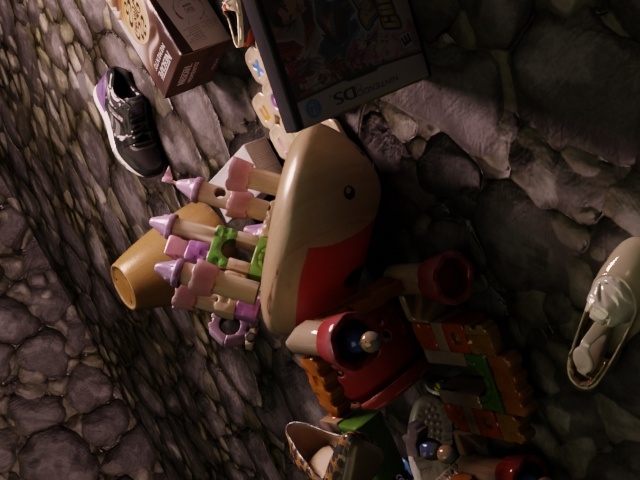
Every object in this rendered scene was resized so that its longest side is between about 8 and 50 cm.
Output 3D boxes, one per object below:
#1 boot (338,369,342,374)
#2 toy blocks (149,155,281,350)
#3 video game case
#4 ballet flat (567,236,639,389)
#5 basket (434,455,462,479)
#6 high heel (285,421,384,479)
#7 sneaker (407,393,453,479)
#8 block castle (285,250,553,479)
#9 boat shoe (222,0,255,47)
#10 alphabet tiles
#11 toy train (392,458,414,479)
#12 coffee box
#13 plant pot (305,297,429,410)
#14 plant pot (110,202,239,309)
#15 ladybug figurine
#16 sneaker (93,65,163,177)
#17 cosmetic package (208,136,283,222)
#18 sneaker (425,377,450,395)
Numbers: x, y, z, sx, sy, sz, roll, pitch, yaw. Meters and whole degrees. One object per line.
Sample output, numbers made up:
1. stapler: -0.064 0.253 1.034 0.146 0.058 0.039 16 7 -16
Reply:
1. boot: 0.013 0.132 1.751 0.248 0.090 0.207 50 150 29
2. toy blocks: -0.216 0.018 1.721 0.260 0.289 0.309 14 156 3
3. video game case: 0.017 -0.318 1.226 0.035 0.248 0.275 7 119 58
4. ballet flat: 0.376 0.105 1.162 0.086 0.086 0.249 41 144 34
5. basket: 0.285 0.479 1.583 0.167 0.103 0.113 36 142 38
6. high heel: 0.000 0.294 1.282 0.186 0.093 0.261 41 156 28
7. sneaker: 0.196 0.385 1.678 0.095 0.090 0.235 -130 31 -63
8. block castle: 0.175 0.269 1.391 0.212 0.303 0.454 -6 110 57
9. boat shoe: -0.157 -0.422 1.630 0.049 0.043 0.137 -1 111 60
10. alphabet tiles: -0.040 -0.253 1.601 0.278 0.021 0.284 61 151 4
11. toy train: 0.177 0.531 1.826 0.184 0.080 0.105 52 155 19
12. coffee box: -0.318 -0.460 1.777 0.297 0.118 0.168 58 150 9
13. plant pot: 0.089 0.205 1.595 0.174 0.191 0.191 52 149 7
14. plant pot: -0.360 0.061 2.125 0.237 0.254 0.237 36 141 37
15. ladybug figurine: 0.000 0.000 1.511 0.161 0.305 0.449 13 144 1
16. sneaker: -0.463 -0.290 2.167 0.283 0.107 0.124 60 145 5
17. cosmetic package: -0.155 -0.123 1.846 0.099 0.060 0.239 64 150 3
18. sneaker: 0.221 0.262 1.595 0.083 0.031 0.035 26 112 51
